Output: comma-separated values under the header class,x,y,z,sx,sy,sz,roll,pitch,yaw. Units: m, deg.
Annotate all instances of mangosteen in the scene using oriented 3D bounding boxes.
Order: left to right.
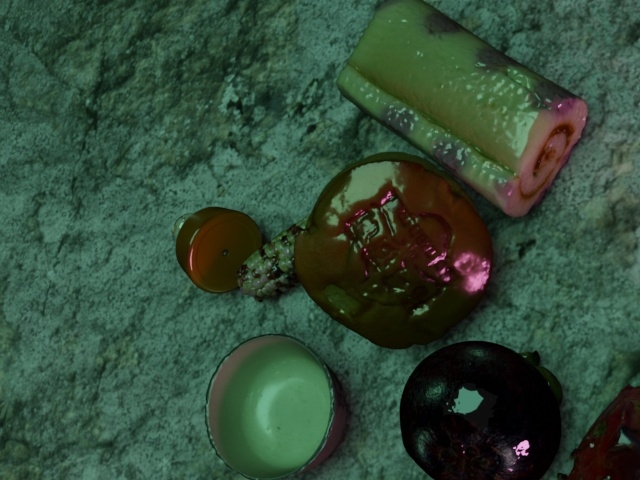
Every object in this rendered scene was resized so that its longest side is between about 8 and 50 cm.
class,x,y,z,sx,sy,sz,roll,pitch,yaw
mangosteen,0.210,0.223,1.789,0.216,0.216,0.216,-7,74,25

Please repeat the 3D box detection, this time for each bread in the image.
class,x,y,z,sx,sy,sz,roll,pitch,yaw
bread,0.101,0.009,1.867,0.269,0.148,0.270,2,109,5
bread,0.195,-0.197,1.917,0.338,0.155,0.187,37,104,27

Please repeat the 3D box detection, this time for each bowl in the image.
class,x,y,z,sx,sy,sz,roll,pitch,yaw
bowl,-0.050,0.244,1.956,0.211,0.112,0.212,-7,75,26

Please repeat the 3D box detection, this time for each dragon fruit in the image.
class,x,y,z,sx,sy,sz,roll,pitch,yaw
dragon fruit,0.395,0.265,1.715,0.274,0.126,0.161,-41,63,12

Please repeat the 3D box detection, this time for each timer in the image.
class,x,y,z,sx,sy,sz,roll,pitch,yaw
timer,-0.182,-0.003,2.096,0.152,0.132,0.132,29,92,52

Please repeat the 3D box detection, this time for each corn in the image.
class,x,y,z,sx,sy,sz,roll,pitch,yaw
corn,0.000,0.000,2.010,0.280,0.092,0.092,-32,65,21
